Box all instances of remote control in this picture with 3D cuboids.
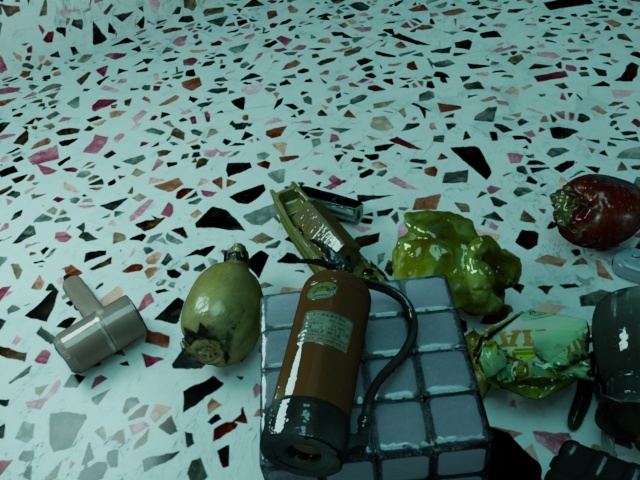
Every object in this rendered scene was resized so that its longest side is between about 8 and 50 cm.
[{"bbox_3d":[0.789,0.077,1.464,0.244,0.047,0.087,21,53,30],"label":"remote control"}]

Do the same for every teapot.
[{"bbox_3d":[0.623,0.273,1.190,0.223,0.305,0.285,-10,44,43],"label":"teapot"}]

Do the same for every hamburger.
[{"bbox_3d":[0.430,0.232,1.261,0.214,0.125,0.235,-31,38,-35],"label":"hamburger"}]

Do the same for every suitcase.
[{"bbox_3d":[0.419,0.467,1.015,0.206,0.066,0.285,9,51,49],"label":"suitcase"}]

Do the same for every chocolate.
[{"bbox_3d":[0.318,0.409,1.147,0.125,0.080,0.148,-3,59,-16],"label":"chocolate"}]

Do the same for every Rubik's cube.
[{"bbox_3d":[0.085,0.302,1.115,0.344,0.337,0.344,-6,44,2],"label":"Rubik's cube"}]

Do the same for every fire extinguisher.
[{"bbox_3d":[0.034,0.166,0.970,0.200,0.113,0.376,32,43,-19],"label":"fire extinguisher"}]

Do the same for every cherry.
[{"bbox_3d":[0.682,-0.073,1.546,0.250,0.175,0.192,-11,13,-14],"label":"cherry"}]

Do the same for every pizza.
[{"bbox_3d":[0.296,0.259,1.344,0.131,0.041,0.178,-4,44,-5],"label":"pizza"}]

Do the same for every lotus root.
[{"bbox_3d":[-0.207,0.135,1.450,0.183,0.182,0.309,0,43,9],"label":"lotus root"}]

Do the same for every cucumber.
[{"bbox_3d":[0.521,0.298,1.279,0.036,0.033,0.184,32,51,3],"label":"cucumber"}]

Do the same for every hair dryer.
[{"bbox_3d":[-0.568,0.169,1.547,0.189,0.106,0.344,-33,39,-22],"label":"hair dryer"}]

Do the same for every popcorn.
[{"bbox_3d":[0.288,0.061,1.423,0.277,0.225,0.276,-7,44,7],"label":"popcorn"}]

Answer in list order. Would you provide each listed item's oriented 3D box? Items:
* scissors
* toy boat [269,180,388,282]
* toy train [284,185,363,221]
[{"bbox_3d":[0.550,0.321,1.241,0.109,0.022,0.299,23,51,-6],"label":"scissors"},{"bbox_3d":[0.000,0.000,1.578,0.136,0.162,0.445,-25,46,-15],"label":"toy boat"},{"bbox_3d":[0.001,-0.105,1.777,0.252,0.048,0.055,19,39,33],"label":"toy train"}]
